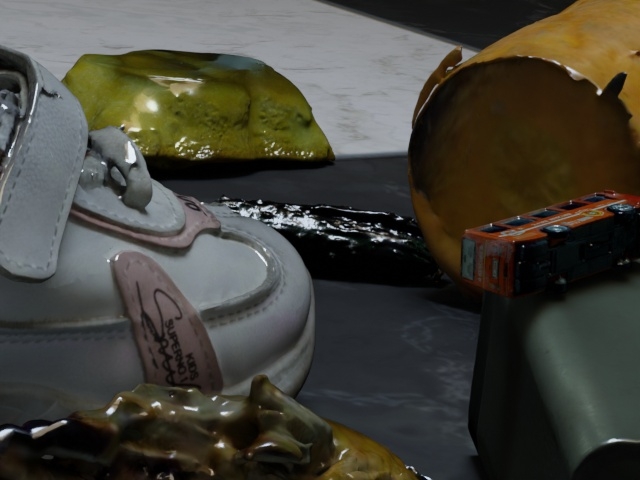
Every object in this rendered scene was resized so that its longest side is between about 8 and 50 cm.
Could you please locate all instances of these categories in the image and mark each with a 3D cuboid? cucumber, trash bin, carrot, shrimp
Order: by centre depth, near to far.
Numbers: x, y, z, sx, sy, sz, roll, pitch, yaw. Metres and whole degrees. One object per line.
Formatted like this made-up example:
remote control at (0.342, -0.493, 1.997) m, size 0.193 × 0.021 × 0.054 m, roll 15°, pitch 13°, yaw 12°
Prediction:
shrimp at (-0.022, 0.089, 0.742) m, size 0.117 × 0.066 × 0.262 m, roll 6°, pitch -5°, yaw 39°
trash bin at (0.166, 0.094, 0.809) m, size 0.164 × 0.122 × 0.240 m, roll 4°, pitch 17°, yaw -4°
cucumber at (0.000, 0.000, 1.227) m, size 0.181 × 0.053 × 0.053 m, roll 7°, pitch 16°, yaw -1°
carrot at (0.230, -0.070, 1.233) m, size 0.224 × 0.224 × 0.340 m, roll 15°, pitch 26°, yaw 32°

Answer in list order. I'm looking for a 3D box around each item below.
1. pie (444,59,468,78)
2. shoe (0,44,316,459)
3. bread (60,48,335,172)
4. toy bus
pie at (0.268, -0.130, 1.661) m, size 0.354 × 0.103 × 0.288 m, roll -16°, pitch 26°, yaw -42°
shoe at (-0.147, 0.007, 0.867) m, size 0.351 × 0.198 × 0.172 m, roll -10°, pitch 26°, yaw -37°
bread at (-0.110, -0.112, 1.520) m, size 0.233 × 0.088 × 0.160 m, roll -7°, pitch 17°, yaw -40°
toy bus at (0.113, 0.001, 0.838) m, size 0.043 × 0.031 × 0.110 m, roll 15°, pitch 21°, yaw 43°
